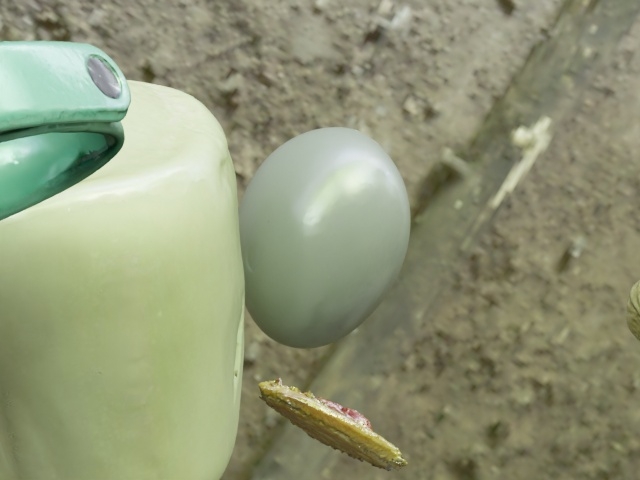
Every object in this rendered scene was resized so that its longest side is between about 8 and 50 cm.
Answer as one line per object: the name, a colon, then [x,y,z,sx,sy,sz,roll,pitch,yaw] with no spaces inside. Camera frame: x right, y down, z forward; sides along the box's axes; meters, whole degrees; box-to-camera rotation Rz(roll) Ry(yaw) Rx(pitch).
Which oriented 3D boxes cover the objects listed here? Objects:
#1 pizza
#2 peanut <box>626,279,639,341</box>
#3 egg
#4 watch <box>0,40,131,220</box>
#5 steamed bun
pizza: [0.000,0.114,0.966,0.099,0.100,0.029,37,74,-32]
peanut: [0.391,0.082,1.639,0.082,0.082,0.187,-61,159,6]
egg: [0.000,0.000,1.458,0.176,0.176,0.231,48,46,-50]
watch: [-0.219,-0.047,0.832,0.195,0.068,0.237,-27,171,24]
steamed bun: [-0.213,0.040,1.288,0.290,0.456,0.371,-12,114,-17]
